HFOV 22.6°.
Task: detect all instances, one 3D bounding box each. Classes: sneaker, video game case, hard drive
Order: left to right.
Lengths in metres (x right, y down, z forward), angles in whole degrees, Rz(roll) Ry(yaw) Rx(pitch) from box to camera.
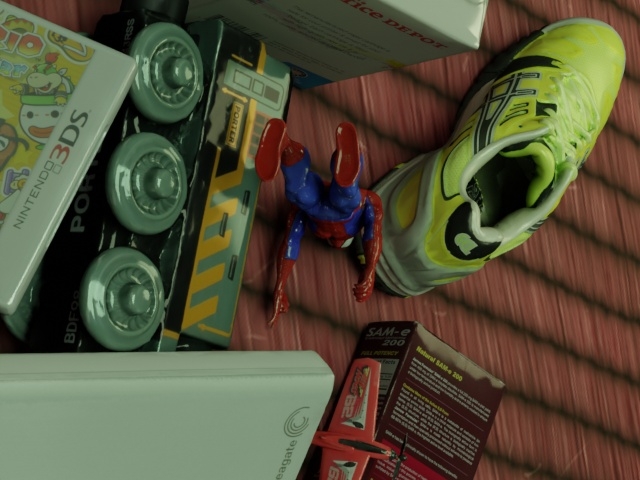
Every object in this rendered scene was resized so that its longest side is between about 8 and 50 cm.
[{"bbox_3d":[-0.273,-0.083,1.115,0.227,0.026,0.206,23,70,2],"label":"video game case"},{"bbox_3d":[-0.173,0.186,1.168,0.353,0.047,0.233,2,119,-39],"label":"hard drive"},{"bbox_3d":[0.196,-0.080,1.496,0.385,0.147,0.145,-48,113,-32],"label":"sneaker"}]

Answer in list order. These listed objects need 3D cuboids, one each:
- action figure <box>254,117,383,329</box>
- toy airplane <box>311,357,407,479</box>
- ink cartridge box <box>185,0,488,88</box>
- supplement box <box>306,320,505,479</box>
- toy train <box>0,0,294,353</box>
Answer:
[{"bbox_3d":[0.000,0.000,1.293,0.280,0.091,0.139,53,44,-79],"label":"action figure"},{"bbox_3d":[0.000,0.169,1.345,0.028,0.151,0.151,65,37,-70],"label":"toy airplane"},{"bbox_3d":[0.008,-0.241,1.301,0.171,0.232,0.168,21,74,-36],"label":"ink cartridge box"},{"bbox_3d":[0.064,0.205,1.413,0.130,0.073,0.239,37,66,-32],"label":"supplement box"},{"bbox_3d":[-0.127,-0.028,1.245,0.190,0.142,0.334,22,73,-46],"label":"toy train"}]
